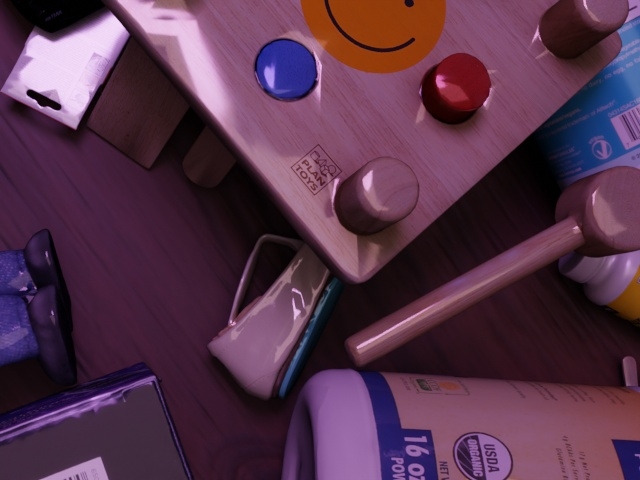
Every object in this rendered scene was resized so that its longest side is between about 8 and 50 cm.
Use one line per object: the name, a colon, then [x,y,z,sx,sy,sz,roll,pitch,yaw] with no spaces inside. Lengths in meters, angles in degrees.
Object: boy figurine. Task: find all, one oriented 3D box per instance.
boy figurine: [-0.303,0.072,0.584,0.285,0.092,0.177,-13,45,-13]

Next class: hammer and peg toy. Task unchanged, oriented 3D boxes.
hammer and peg toy: [0.060,-0.099,0.575,0.266,0.127,0.361,-40,93,-16]

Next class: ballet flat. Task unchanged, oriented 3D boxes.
ballet flat: [0.000,0.000,0.692,0.086,0.086,0.248,35,80,-8]

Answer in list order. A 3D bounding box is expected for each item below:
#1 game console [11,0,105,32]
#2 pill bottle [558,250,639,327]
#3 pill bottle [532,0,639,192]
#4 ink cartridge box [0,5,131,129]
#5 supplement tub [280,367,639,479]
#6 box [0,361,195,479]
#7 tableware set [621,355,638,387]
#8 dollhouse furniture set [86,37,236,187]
game console: [-0.112,-0.321,0.696,0.361,0.044,0.213,-33,83,-15]
pill bottle: [0.255,0.033,0.749,0.116,0.065,0.065,28,80,-8]
pill bottle: [0.207,-0.157,0.713,0.146,0.146,0.264,-28,92,-14]
ink cartridge box: [-0.180,-0.142,0.684,0.063,0.029,0.115,27,81,-9]
supplement tub: [0.138,0.207,0.616,0.316,0.228,0.228,4,84,-8]
box: [-0.159,0.153,0.572,0.153,0.207,0.108,-20,90,-15]
tableware set: [0.312,0.187,0.764,0.128,0.039,0.194,-1,79,-1]
dollhouse furniture set: [-0.063,-0.123,0.710,0.144,0.123,0.151,36,44,-8]
